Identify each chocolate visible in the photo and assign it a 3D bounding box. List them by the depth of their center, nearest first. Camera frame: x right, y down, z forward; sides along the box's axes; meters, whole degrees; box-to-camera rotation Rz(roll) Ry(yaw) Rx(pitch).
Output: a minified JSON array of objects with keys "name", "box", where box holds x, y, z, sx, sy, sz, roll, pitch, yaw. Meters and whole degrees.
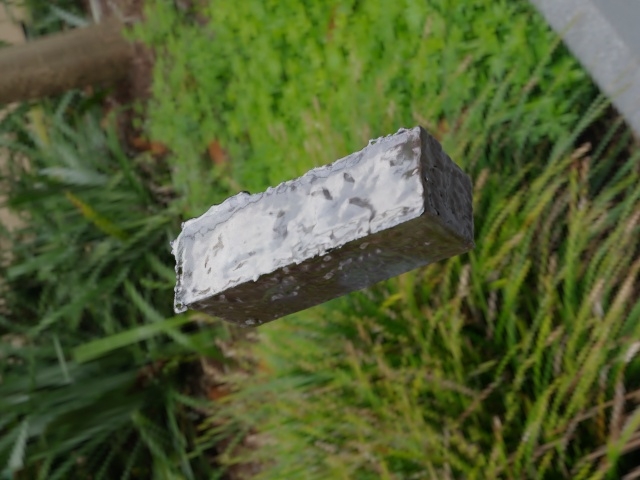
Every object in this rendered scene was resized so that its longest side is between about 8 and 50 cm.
[{"name":"chocolate","box":[0.000,0.000,1.253,0.321,0.112,0.111,-22,54,33]}]
